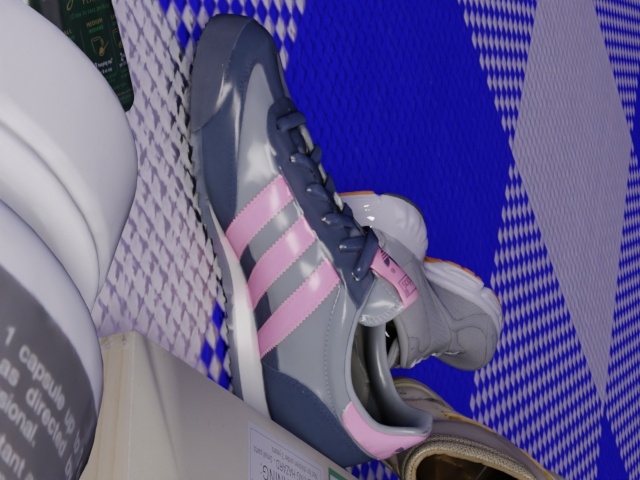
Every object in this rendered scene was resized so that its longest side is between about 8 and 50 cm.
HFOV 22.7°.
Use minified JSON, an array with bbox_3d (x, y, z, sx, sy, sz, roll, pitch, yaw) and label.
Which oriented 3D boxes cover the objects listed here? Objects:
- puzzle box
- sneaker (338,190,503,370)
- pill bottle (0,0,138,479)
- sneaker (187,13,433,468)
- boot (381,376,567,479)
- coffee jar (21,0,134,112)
[{"bbox_3d":[-0.031,0.253,0.971,0.409,0.052,0.272,43,39,-53],"label":"puzzle box"},{"bbox_3d":[0.063,0.066,1.285,0.262,0.099,0.121,42,55,-49],"label":"sneaker"},{"bbox_3d":[-0.186,0.086,0.499,0.204,0.204,0.361,64,31,-42],"label":"pill bottle"},{"bbox_3d":[0.000,0.000,1.067,0.112,0.131,0.319,-43,125,-62],"label":"sneaker"},{"bbox_3d":[0.151,0.214,1.214,0.262,0.095,0.203,41,0,-11],"label":"boot"},{"bbox_3d":[-0.153,-0.143,0.787,0.096,0.079,0.184,-35,119,-61],"label":"coffee jar"}]
